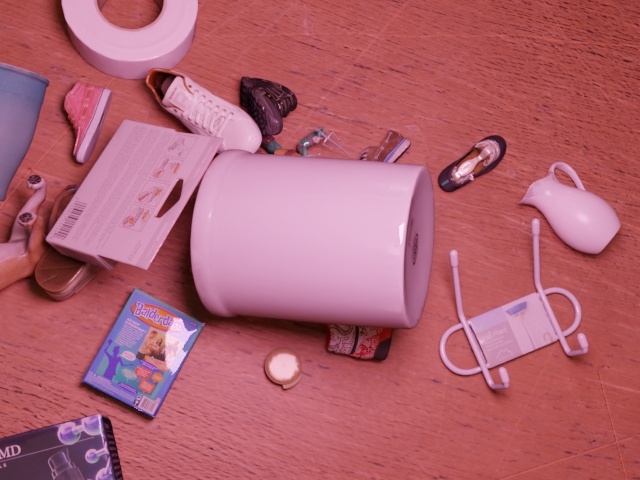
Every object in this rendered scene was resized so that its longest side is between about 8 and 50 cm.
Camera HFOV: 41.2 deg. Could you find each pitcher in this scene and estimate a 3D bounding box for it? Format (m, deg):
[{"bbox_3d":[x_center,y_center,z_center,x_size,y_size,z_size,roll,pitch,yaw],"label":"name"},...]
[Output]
[{"bbox_3d":[0.576,-0.079,1.914,0.207,0.125,0.178,39,57,12],"label":"pitcher"}]

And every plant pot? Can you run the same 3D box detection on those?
[{"bbox_3d":[-0.682,-0.211,1.637,0.272,0.272,0.255,9,91,-9],"label":"plant pot"}]

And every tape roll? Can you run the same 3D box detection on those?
[{"bbox_3d":[-0.406,-0.496,1.828,0.286,0.100,0.286,2,76,-10],"label":"tape roll"}]

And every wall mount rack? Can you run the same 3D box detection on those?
[{"bbox_3d":[0.410,0.139,1.815,0.350,0.130,0.304,-20,81,-16],"label":"wall mount rack"}]

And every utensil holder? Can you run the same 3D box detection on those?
[{"bbox_3d":[0.000,0.000,1.603,0.386,0.327,0.327,5,74,16],"label":"utensil holder"}]

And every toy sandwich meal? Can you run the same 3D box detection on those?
[{"bbox_3d":[-0.074,0.260,1.747,0.086,0.029,0.085,2,73,-6],"label":"toy sandwich meal"}]

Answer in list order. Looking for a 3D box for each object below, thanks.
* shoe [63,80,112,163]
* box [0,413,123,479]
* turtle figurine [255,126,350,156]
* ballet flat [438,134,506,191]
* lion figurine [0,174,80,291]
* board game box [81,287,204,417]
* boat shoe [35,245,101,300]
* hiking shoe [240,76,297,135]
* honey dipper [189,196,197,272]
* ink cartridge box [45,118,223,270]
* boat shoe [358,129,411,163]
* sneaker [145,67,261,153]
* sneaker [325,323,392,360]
[{"bbox_3d":[-0.500,-0.248,1.772,0.081,0.063,0.177,16,69,-5],"label":"shoe"},{"bbox_3d":[-0.484,0.536,1.506,0.294,0.212,0.395,-13,79,-13],"label":"box"},{"bbox_3d":[-0.068,-0.176,1.801,0.234,0.118,0.175,22,33,8],"label":"turtle figurine"},{"bbox_3d":[0.353,-0.178,1.912,0.203,0.074,0.074,-36,85,-17],"label":"ballet flat"},{"bbox_3d":[-0.626,0.047,1.622,0.392,0.240,0.142,-27,55,-29],"label":"lion figurine"},{"bbox_3d":[-0.350,0.223,1.692,0.160,0.047,0.210,28,74,-3],"label":"board game box"},{"bbox_3d":[-0.445,-0.008,1.706,0.109,0.098,0.302,33,70,11],"label":"boat shoe"},{"bbox_3d":[-0.098,-0.292,1.794,0.114,0.086,0.227,-7,35,-16],"label":"hiking shoe"},{"bbox_3d":[-0.257,-0.011,1.776,0.031,0.030,0.160,6,77,-9],"label":"honey dipper"},{"bbox_3d":[-0.337,-0.080,1.601,0.261,0.066,0.296,15,65,30],"label":"ink cartridge box"},{"bbox_3d":[0.120,-0.173,1.874,0.066,0.066,0.183,42,63,6],"label":"boat shoe"},{"bbox_3d":[-0.252,-0.261,1.740,0.290,0.123,0.105,35,100,25],"label":"sneaker"},{"bbox_3d":[0.083,0.110,1.752,0.145,0.090,0.269,8,96,-7],"label":"sneaker"}]
